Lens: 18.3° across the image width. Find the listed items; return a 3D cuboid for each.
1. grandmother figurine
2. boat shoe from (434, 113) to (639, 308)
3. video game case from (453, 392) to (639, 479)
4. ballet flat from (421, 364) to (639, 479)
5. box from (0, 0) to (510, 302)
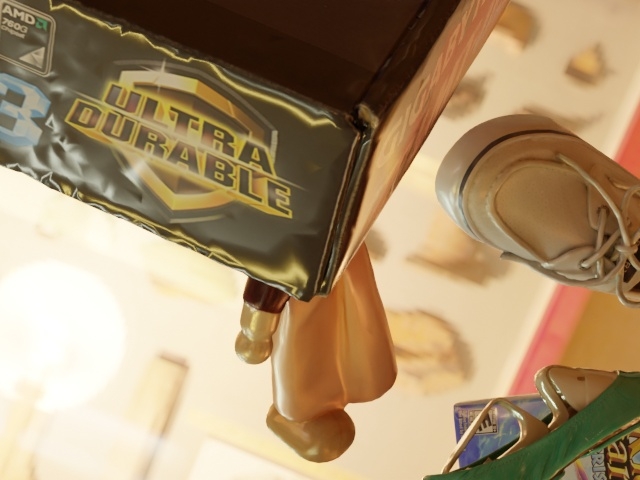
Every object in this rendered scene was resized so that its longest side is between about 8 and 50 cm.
[{"bbox_3d":[0.000,0.000,1.456,0.104,0.342,0.208,8,-131,13],"label":"grandmother figurine"},{"bbox_3d":[0.265,-0.002,1.867,0.367,0.136,0.156,24,-168,-46],"label":"boat shoe"},{"bbox_3d":[0.246,0.271,1.826,0.244,0.269,0.061,-10,175,40],"label":"video game case"},{"bbox_3d":[0.180,0.150,1.576,0.087,0.247,0.083,58,158,-3],"label":"ballet flat"},{"bbox_3d":[-0.069,-0.145,0.602,0.295,0.073,0.293,23,-135,10],"label":"box"}]
